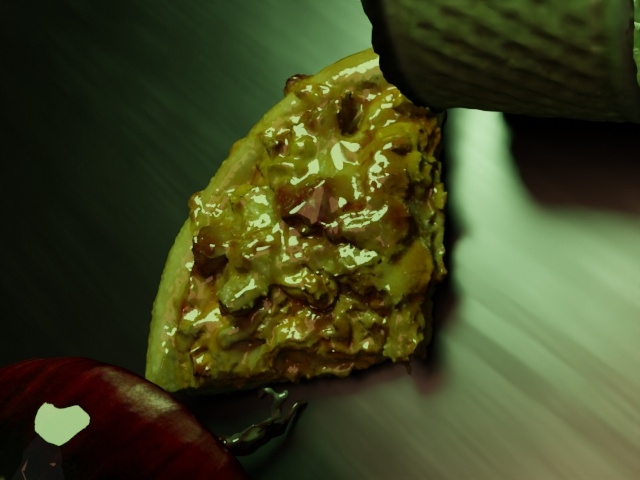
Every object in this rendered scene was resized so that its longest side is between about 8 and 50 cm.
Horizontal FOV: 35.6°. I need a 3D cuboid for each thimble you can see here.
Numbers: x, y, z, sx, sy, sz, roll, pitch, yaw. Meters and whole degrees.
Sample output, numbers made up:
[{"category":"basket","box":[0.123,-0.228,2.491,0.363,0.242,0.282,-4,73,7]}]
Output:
[{"category":"thimble","box":[0.147,-0.202,0.606,0.150,0.271,0.271,10,78,28]}]

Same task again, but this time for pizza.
[{"category":"pizza","box":[0.000,0.000,0.724,0.335,0.086,0.226,-50,57,3]}]

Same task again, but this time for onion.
[{"category":"onion","box":[-0.135,0.196,0.675,0.273,0.285,0.273,16,122,28]}]
